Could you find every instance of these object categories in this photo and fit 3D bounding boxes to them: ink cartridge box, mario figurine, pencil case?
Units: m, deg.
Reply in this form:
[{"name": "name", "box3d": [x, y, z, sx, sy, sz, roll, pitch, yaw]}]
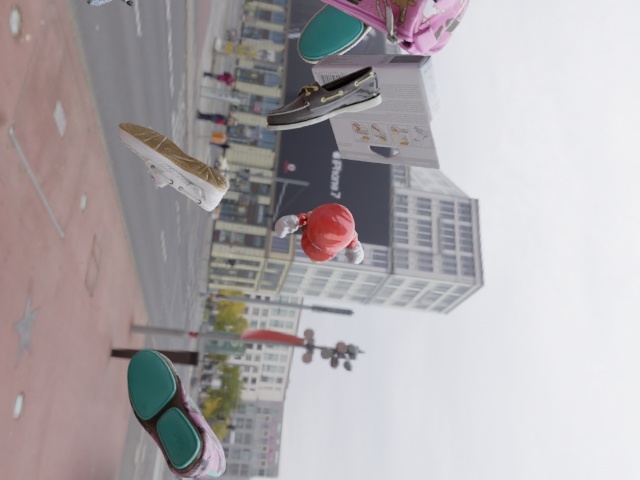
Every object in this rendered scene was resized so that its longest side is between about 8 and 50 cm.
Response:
[{"name": "ink cartridge box", "box3d": [0.133, -0.280, 1.303, 0.060, 0.275, 0.239, -49, 135, -31]}, {"name": "mario figurine", "box3d": [0.000, 0.000, 1.508, 0.320, 0.197, 0.170, -68, 144, -86]}, {"name": "pencil case", "box3d": [0.037, -0.423, 0.898, 0.167, 0.386, 0.160, -35, 152, -49]}]

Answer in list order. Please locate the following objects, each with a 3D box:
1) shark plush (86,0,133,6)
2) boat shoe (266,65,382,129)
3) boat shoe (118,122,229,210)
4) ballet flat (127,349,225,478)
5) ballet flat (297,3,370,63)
[{"name": "shark plush", "box3d": [-0.366, -0.449, 1.095, 0.073, 0.067, 0.161, -35, 173, 27]}, {"name": "boat shoe", "box3d": [0.002, -0.259, 1.100, 0.081, 0.227, 0.069, -137, -149, -61]}, {"name": "boat shoe", "box3d": [-0.342, -0.159, 1.341, 0.096, 0.277, 0.098, -56, 179, 24]}, {"name": "ballet flat", "box3d": [-0.189, 0.231, 0.787, 0.221, 0.077, 0.079, 38, -12, 45]}, {"name": "ballet flat", "box3d": [0.109, -0.626, 1.631, 0.400, 0.139, 0.139, -39, -149, 25]}]
